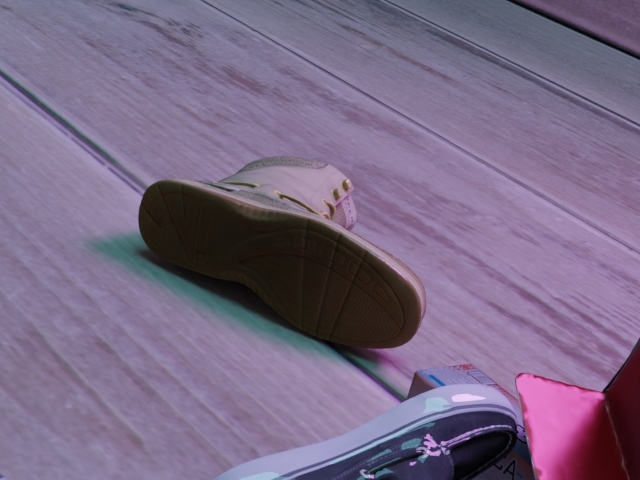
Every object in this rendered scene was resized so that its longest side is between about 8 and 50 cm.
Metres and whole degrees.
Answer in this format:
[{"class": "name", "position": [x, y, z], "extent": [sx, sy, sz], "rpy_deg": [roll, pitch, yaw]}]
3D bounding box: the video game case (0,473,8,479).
[{"class": "video game case", "position": [-0.209, 0.116, 0.623], "extent": [0.166, 0.015, 0.119], "rpy_deg": [34, 21, 19]}]

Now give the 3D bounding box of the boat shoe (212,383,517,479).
[{"class": "boat shoe", "position": [0.037, 0.151, 0.785], "extent": [0.228, 0.080, 0.076], "rpy_deg": [-11, 42, -33]}]

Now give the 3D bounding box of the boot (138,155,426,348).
[{"class": "boot", "position": [0.000, 0.000, 1.160], "extent": [0.262, 0.095, 0.203], "rpy_deg": [20, 19, 21]}]

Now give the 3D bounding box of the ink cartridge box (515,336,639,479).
[{"class": "ink cartridge box", "position": [0.278, 0.168, 0.756], "extent": [0.272, 0.130, 0.309], "rpy_deg": [12, 38, -15]}]

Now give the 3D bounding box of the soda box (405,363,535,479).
[{"class": "soda box", "position": [0.130, 0.155, 0.891], "extent": [0.058, 0.063, 0.183], "rpy_deg": [-3, 28, -38]}]
